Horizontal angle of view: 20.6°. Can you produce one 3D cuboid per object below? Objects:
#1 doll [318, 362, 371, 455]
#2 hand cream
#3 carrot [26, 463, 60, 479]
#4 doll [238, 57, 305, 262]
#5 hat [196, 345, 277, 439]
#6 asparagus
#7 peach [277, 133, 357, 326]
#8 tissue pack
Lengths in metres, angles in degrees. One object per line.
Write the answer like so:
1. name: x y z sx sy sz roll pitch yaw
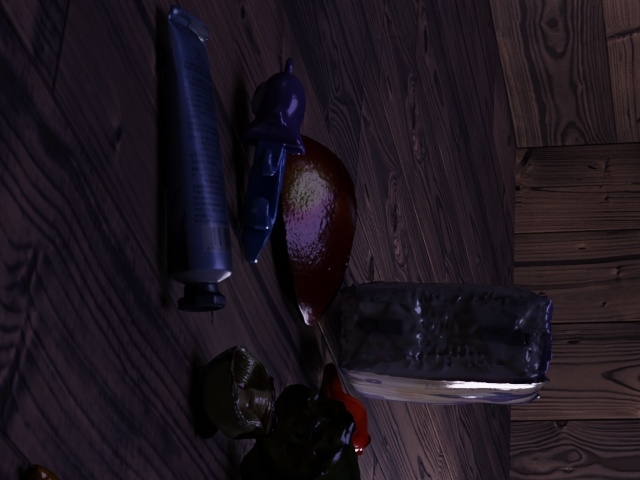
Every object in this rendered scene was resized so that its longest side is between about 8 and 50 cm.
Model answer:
1. doll: 0.025 0.214 2.009 0.109 0.057 0.169 64 8 -12
2. hand cream: -0.104 -0.068 1.487 0.088 0.055 0.256 24 62 -68
3. carrot: -0.164 0.222 1.189 0.037 0.037 0.190 -77 159 -51
4. doll: -0.050 -0.080 1.725 0.110 0.067 0.206 103 -3 -83
5. hat: -0.079 0.138 1.555 0.076 0.059 0.077 44 37 -50
6. asparagus: -0.001 0.307 1.766 0.382 0.108 0.128 79 30 -43
7. peach: 0.003 -0.001 1.945 0.279 0.068 0.189 71 23 -55
8. tissue pack: 0.149 0.127 2.086 0.344 0.242 0.125 62 32 -81
